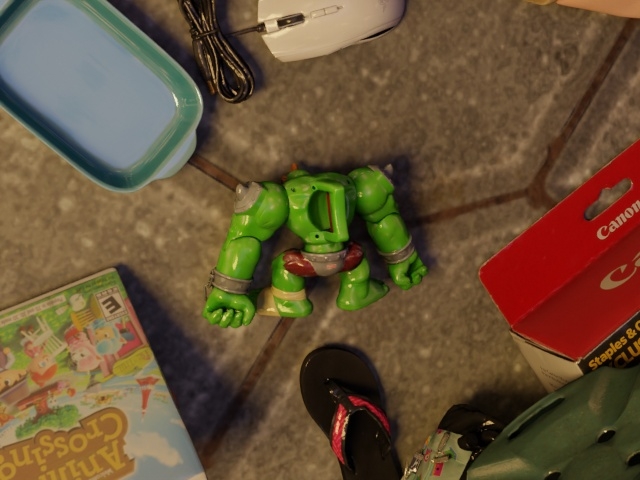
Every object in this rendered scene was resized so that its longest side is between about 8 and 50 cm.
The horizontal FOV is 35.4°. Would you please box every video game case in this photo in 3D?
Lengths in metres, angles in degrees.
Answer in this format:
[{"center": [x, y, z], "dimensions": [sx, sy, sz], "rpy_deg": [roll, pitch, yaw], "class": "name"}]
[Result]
[{"center": [-0.218, 0.140, 0.749], "dimensions": [0.212, 0.023, 0.193], "rpy_deg": [-22, 67, -15], "class": "video game case"}]

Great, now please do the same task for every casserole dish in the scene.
[{"center": [-0.179, -0.120, 0.774], "dimensions": [0.188, 0.037, 0.114], "rpy_deg": [40, 85, -18], "class": "casserole dish"}]

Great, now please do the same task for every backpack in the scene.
[{"center": [0.127, 0.252, 0.886], "dimensions": [0.152, 0.115, 0.182], "rpy_deg": [35, 80, -22], "class": "backpack"}]

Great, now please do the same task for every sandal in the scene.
[{"center": [0.036, 0.174, 0.886], "dimensions": [0.067, 0.040, 0.179], "rpy_deg": [-24, 105, -13], "class": "sandal"}]

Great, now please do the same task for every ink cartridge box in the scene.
[{"center": [0.346, 0.052, 0.924], "dimensions": [0.309, 0.130, 0.272], "rpy_deg": [-38, 107, -9], "class": "ink cartridge box"}]

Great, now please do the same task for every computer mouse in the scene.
[{"center": [-0.014, -0.184, 0.816], "dimensions": [0.193, 0.042, 0.106], "rpy_deg": [-20, 103, -14], "class": "computer mouse"}]

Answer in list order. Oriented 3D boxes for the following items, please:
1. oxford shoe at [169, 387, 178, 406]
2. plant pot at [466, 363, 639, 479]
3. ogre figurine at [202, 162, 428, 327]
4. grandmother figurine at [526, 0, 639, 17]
[{"center": [-0.213, 0.217, 0.779], "dimensions": [0.271, 0.098, 0.097], "rpy_deg": [-44, 109, -8], "class": "oxford shoe"}, {"center": [0.282, 0.282, 0.735], "dimensions": [0.341, 0.341, 0.334], "rpy_deg": [-37, 99, -10], "class": "plant pot"}, {"center": [0.000, 0.000, 0.822], "dimensions": [0.197, 0.097, 0.118], "rpy_deg": [-2, 111, -7], "class": "ogre figurine"}, {"center": [0.353, -0.239, 0.902], "dimensions": [0.342, 0.104, 0.208], "rpy_deg": [2, 106, -16], "class": "grandmother figurine"}]
